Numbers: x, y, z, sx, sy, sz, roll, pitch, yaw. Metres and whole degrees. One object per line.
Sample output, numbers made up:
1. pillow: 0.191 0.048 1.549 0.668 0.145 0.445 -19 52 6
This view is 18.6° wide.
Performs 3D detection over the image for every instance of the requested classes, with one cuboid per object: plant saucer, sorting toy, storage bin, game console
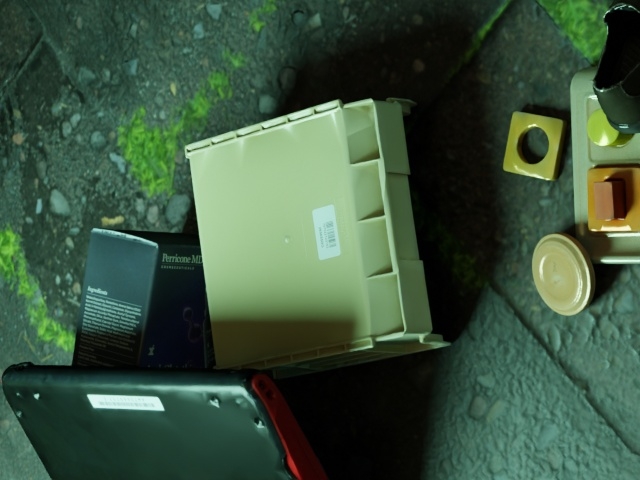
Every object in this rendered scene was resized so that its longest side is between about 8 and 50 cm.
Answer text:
1. plant saucer: 0.238 0.034 1.937 0.083 0.013 0.083 23 119 49
2. sorting toy: 0.313 -0.076 1.877 0.347 0.047 0.196 -1 88 39
3. storage bin: 0.000 0.000 2.081 0.260 0.123 0.262 -14 79 37
4. game console: -0.138 0.268 2.106 0.386 0.060 0.342 -3 122 38

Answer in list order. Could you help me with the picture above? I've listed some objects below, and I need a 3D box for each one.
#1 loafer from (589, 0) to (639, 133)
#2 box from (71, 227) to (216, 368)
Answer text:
1. loafer: 0.312 -0.212 1.837 0.080 0.078 0.220 6 73 39
2. box: -0.185 0.095 2.206 0.108 0.153 0.207 13 97 38
